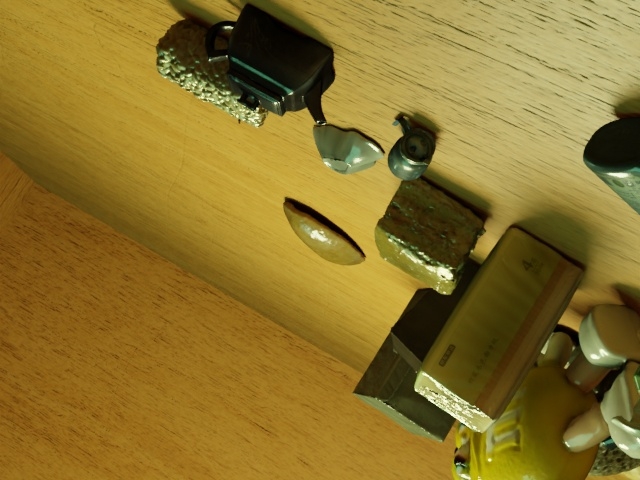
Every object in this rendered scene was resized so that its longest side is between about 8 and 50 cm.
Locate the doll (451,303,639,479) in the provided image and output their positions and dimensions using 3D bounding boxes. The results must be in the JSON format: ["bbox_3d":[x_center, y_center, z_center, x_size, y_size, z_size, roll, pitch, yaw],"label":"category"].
[{"bbox_3d":[0.316,0.272,1.460,0.161,0.423,0.348,23,-160,-13],"label":"doll"}]

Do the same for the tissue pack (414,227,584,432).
[{"bbox_3d":[0.231,0.119,1.416,0.125,0.234,0.159,32,168,9],"label":"tissue pack"}]

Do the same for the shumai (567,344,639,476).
[{"bbox_3d":[0.444,0.242,1.609,0.161,0.209,0.153,24,-152,-36],"label":"shumai"}]

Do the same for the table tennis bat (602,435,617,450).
[{"bbox_3d":[0.469,0.225,1.450,0.150,0.027,0.236,36,133,-11],"label":"table tennis bat"}]

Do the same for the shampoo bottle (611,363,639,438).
[{"bbox_3d":[0.367,0.110,1.092,0.065,0.204,0.065,32,169,7],"label":"shampoo bottle"}]

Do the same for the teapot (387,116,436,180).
[{"bbox_3d":[0.109,-0.110,1.286,0.049,0.064,0.083,2,168,-7],"label":"teapot"}]

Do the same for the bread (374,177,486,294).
[{"bbox_3d":[0.146,0.000,1.483,0.138,0.102,0.196,34,170,7],"label":"bread"}]

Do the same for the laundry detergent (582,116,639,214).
[{"bbox_3d":[0.329,-0.029,0.978,0.206,0.061,0.096,38,164,-28],"label":"laundry detergent"}]

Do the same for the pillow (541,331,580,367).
[{"bbox_3d":[0.369,0.177,1.773,0.130,0.038,0.232,36,168,-22],"label":"pillow"}]

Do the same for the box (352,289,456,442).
[{"bbox_3d":[0.195,0.220,1.932,0.149,0.231,0.155,35,167,-10],"label":"box"}]

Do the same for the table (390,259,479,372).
[{"bbox_3d":[0.228,0.157,1.691,0.169,0.172,0.193,45,173,15],"label":"table"}]

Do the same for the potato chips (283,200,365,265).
[{"bbox_3d":[0.000,0.000,1.999,0.150,0.049,0.201,31,175,34],"label":"potato chips"}]

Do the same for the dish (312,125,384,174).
[{"bbox_3d":[0.033,-0.115,1.456,0.091,0.039,0.137,37,169,-21],"label":"dish"}]

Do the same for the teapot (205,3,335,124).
[{"bbox_3d":[-0.059,-0.192,1.242,0.177,0.096,0.087,31,169,9],"label":"teapot"}]

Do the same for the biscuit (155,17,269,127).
[{"bbox_3d":[-0.129,-0.213,1.370,0.168,0.082,0.070,31,166,9],"label":"biscuit"}]

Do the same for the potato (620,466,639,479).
[{"bbox_3d":[0.575,0.355,1.787,0.234,0.128,0.161,22,-179,26],"label":"potato"}]
